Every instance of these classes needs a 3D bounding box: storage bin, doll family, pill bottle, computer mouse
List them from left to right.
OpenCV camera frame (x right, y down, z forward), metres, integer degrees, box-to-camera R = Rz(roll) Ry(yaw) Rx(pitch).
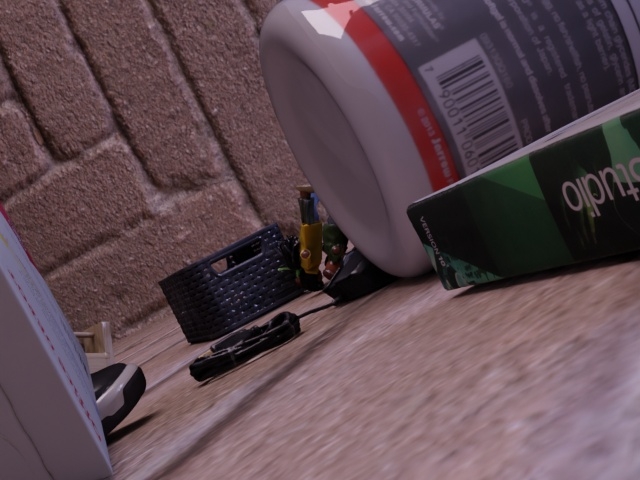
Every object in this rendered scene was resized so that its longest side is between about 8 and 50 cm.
[{"bbox_3d":[-0.101,0.051,1.249,0.122,0.084,0.180,-27,2,-18],"label":"storage bin"},{"bbox_3d":[-0.001,0.035,0.822,0.242,0.041,0.071,-28,3,-35],"label":"computer mouse"},{"bbox_3d":[0.000,0.000,1.107,0.076,0.111,0.193,0,4,8],"label":"doll family"},{"bbox_3d":[0.158,-0.144,0.782,0.363,0.210,0.210,-29,2,-13],"label":"pill bottle"}]

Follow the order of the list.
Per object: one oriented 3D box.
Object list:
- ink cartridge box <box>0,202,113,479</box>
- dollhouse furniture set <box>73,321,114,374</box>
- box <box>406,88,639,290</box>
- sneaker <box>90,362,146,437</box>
[{"bbox_3d":[-0.198,0.068,0.578,0.127,0.128,0.176,-27,18,-10],"label":"ink cartridge box"},{"bbox_3d":[-0.307,0.154,1.060,0.184,0.129,0.129,6,-23,-43],"label":"dollhouse furniture set"},{"bbox_3d":[0.201,-0.064,0.466,0.232,0.058,0.322,-27,0,-20],"label":"box"},{"bbox_3d":[-0.228,0.120,0.701,0.235,0.097,0.084,-27,2,-11],"label":"sneaker"}]
